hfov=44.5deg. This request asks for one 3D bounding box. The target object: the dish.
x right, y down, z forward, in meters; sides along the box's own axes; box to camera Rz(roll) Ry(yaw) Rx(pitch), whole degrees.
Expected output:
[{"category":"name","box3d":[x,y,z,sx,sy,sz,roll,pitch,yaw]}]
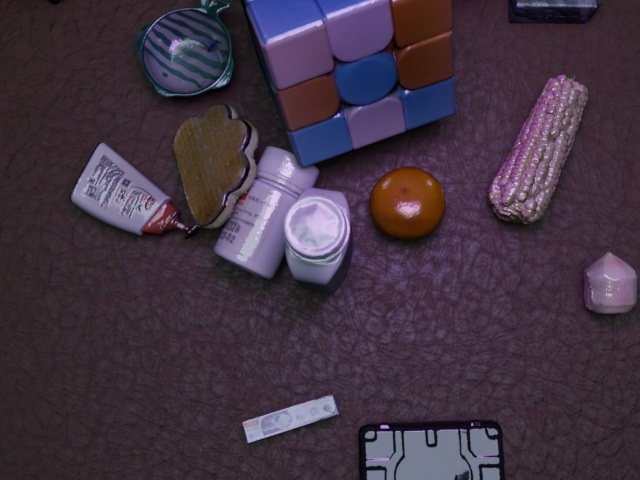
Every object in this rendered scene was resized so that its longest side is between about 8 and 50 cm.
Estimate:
[{"category":"dish","box3d":[-0.277,-0.410,1.692,0.224,0.078,0.246,26,84,6]}]

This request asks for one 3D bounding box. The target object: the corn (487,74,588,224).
[{"category":"corn","box3d":[0.456,-0.186,1.608,0.127,0.126,0.335,28,80,6]}]

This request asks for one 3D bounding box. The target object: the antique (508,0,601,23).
[{"category":"antique","box3d":[0.499,-0.519,1.665,0.183,0.088,0.086,1,83,3]}]

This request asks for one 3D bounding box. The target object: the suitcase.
[{"category":"suitcase","box3d":[0.219,0.462,1.543,0.286,0.066,0.206,-2,82,3]}]

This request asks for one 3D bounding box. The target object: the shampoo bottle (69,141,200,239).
[{"category":"shampoo bottle","box3d":[-0.376,-0.080,1.654,0.284,0.071,0.153,28,81,4]}]

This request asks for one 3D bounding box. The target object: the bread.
[{"category":"bread","box3d":[-0.205,-0.166,1.599,0.207,0.056,0.286,-33,56,25]}]

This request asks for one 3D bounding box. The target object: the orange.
[{"category":"orange","box3d":[0.178,-0.073,1.598,0.156,0.124,0.156,-4,64,7]}]

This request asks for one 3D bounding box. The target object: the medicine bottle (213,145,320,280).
[{"category":"medicine bottle","box3d":[-0.107,-0.056,1.600,0.144,0.144,0.252,27,86,6]}]

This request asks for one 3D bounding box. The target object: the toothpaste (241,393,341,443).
[{"category":"toothpaste","box3d":[-0.059,0.361,1.586,0.196,0.040,0.047,-18,77,0]}]

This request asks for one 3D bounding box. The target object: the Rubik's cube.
[{"category":"Rubik's cube","box3d":[0.040,-0.409,1.491,0.344,0.346,0.347,-20,54,-2]}]

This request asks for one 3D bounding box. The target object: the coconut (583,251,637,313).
[{"category":"coconut","box3d":[0.576,0.085,1.564,0.110,0.110,0.124,-2,88,3]}]

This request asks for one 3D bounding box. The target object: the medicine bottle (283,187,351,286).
[{"category":"medicine bottle","box3d":[0.000,0.000,1.492,0.124,0.324,0.179,10,82,4]}]

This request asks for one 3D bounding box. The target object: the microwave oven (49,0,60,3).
[{"category":"microwave oven","box3d":[-0.626,-0.674,1.698,0.188,0.178,0.247,12,83,5]}]
